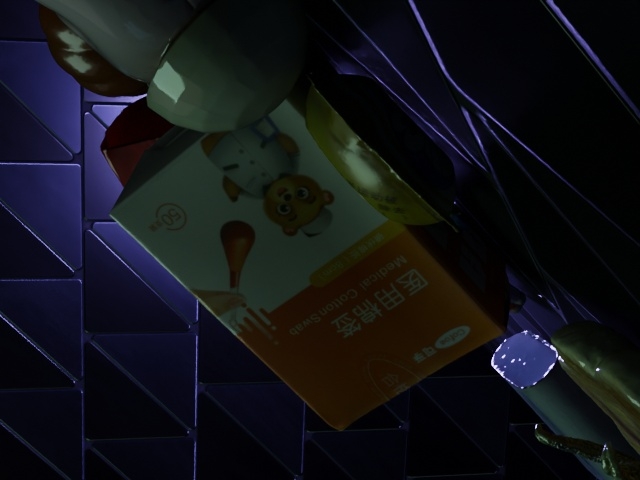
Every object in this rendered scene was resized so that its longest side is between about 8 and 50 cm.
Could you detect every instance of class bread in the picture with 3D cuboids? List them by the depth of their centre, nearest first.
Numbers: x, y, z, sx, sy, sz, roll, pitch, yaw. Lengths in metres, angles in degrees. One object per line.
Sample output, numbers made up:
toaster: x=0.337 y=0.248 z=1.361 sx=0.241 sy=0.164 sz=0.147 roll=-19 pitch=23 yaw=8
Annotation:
bread: x=0.298 y=0.173 z=0.827 sx=0.316 sy=0.054 sz=0.316 roll=45 pitch=180 yaw=0

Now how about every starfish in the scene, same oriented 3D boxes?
starfish: x=0.272 y=0.220 z=0.877 sx=0.208 sy=0.053 sz=0.176 roll=42 pitch=-177 yaw=-31

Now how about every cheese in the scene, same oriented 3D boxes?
cheese: x=0.062 y=-0.065 z=0.894 sx=0.177 sy=0.069 sz=0.270 roll=50 pitch=-172 yaw=24

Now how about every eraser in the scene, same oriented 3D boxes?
eraser: x=0.351 y=0.237 z=1.486 sx=0.227 sy=0.081 sz=0.174 roll=47 pitch=180 yaw=-14

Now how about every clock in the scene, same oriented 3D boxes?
clock: x=-0.175 y=-0.248 z=0.845 sx=0.326 sy=0.184 sz=0.342 roll=40 pitch=-170 yaw=-41

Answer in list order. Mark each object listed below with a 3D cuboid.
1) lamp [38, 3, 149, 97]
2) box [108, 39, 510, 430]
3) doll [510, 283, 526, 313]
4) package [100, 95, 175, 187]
lamp: x=-0.238 y=-0.283 z=1.301 sx=0.196 sy=0.223 sz=0.223 roll=13 pitch=165 yaw=26
box: x=0.000 y=0.000 z=1.057 sx=0.341 sy=0.225 sz=0.143 roll=46 pitch=-153 yaw=-19
doll: x=0.145 y=0.023 z=1.193 sx=0.227 sy=0.075 sz=0.102 roll=34 pitch=173 yaw=-34
package: x=-0.104 y=-0.094 z=1.251 sx=0.196 sy=0.123 sz=0.423 roll=48 pitch=152 yaw=-25
